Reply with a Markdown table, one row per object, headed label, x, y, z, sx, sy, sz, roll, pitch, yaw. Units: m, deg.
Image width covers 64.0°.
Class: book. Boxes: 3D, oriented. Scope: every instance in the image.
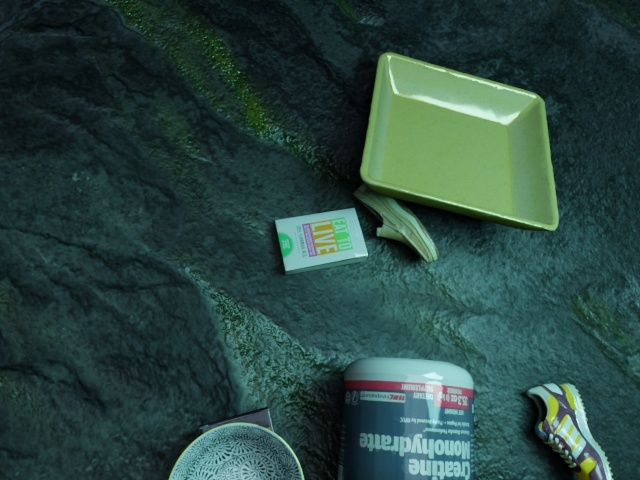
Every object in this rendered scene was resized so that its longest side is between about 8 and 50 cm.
| label | x | y | z | sx | sy | sz | roll | pitch | yaw |
| --- | --- | --- | --- | --- | --- | --- | --- | --- | --- |
| book | 0.000 | 0.000 | 0.891 | 0.144 | 0.035 | 0.097 | -10 | 70 | -10 |

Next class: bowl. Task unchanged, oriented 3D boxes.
| label | x | y | z | sx | sy | sz | roll | pitch | yaw |
| --- | --- | --- | --- | --- | --- | --- | --- | --- | --- |
| bowl | -0.107 | 0.322 | 0.659 | 0.169 | 0.080 | 0.170 | 2 | 73 | -6 |

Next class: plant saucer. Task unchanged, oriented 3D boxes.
| label | x | y | z | sx | sy | sz | roll | pitch | yaw |
| --- | --- | --- | --- | --- | --- | --- | --- | --- | --- |
| plant saucer | 0.238 | -0.168 | 0.919 | 0.332 | 0.081 | 0.333 | 14 | 56 | -4 |

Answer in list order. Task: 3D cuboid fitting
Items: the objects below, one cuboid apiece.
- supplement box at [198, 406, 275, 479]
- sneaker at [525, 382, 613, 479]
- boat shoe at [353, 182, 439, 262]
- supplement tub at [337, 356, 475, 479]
| label | x | y | z | sx | sy | sz | roll | pitch | yaw |
| --- | --- | --- | --- | --- | --- | --- | --- | --- | --- |
| supplement box | -0.102 | 0.348 | 0.738 | 0.104 | 0.081 | 0.188 | -13 | 75 | -11 |
| sneaker | 0.386 | 0.320 | 0.812 | 0.083 | 0.070 | 0.186 | -3 | 50 | -5 |
| boat shoe | 0.129 | -0.027 | 0.904 | 0.072 | 0.068 | 0.190 | -36 | 69 | -4 |
| supplement tub | 0.120 | 0.312 | 0.722 | 0.190 | 0.191 | 0.273 | 6 | 72 | -6 |
